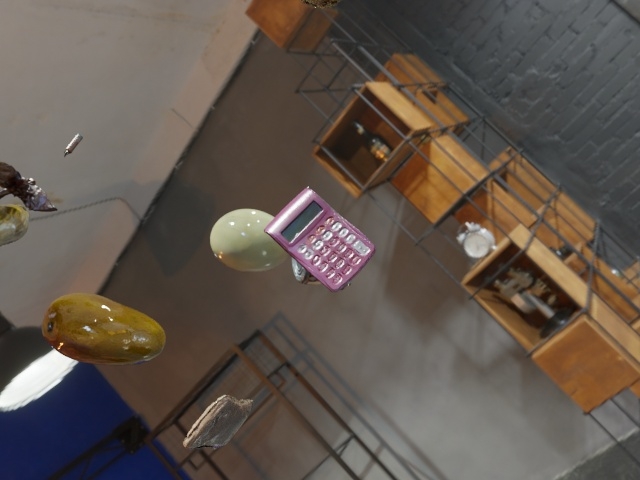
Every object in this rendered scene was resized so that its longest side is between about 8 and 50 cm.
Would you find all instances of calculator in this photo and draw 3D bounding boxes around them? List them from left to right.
[{"bbox_3d":[0.000,0.000,1.099,0.126,0.190,0.034,-45,-12,-16],"label":"calculator"}]

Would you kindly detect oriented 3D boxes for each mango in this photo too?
[{"bbox_3d":[-0.461,0.195,1.244,0.175,0.255,0.139,-120,46,-77],"label":"mango"}]

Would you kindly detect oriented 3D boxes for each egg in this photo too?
[{"bbox_3d":[-0.199,0.002,1.693,0.242,0.186,0.186,7,-33,-19],"label":"egg"}]

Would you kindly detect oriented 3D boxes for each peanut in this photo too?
[{"bbox_3d":[-0.707,-0.015,1.250,0.087,0.087,0.206,-50,6,32],"label":"peanut"}]

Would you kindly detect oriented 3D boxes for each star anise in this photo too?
[{"bbox_3d":[-0.682,-0.091,1.256,0.144,0.140,0.158,-53,-48,-16],"label":"star anise"}]

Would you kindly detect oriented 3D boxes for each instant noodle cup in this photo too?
[{"bbox_3d":[-0.005,0.053,1.606,0.126,0.177,0.208,-3,14,-21],"label":"instant noodle cup"}]

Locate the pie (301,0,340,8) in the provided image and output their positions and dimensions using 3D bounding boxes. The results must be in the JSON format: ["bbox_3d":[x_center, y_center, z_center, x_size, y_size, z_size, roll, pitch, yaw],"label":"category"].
[{"bbox_3d":[0.038,-0.696,1.427,0.274,0.055,0.274,-40,-19,-17],"label":"pie"}]

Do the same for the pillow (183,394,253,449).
[{"bbox_3d":[-0.207,0.382,1.217,0.135,0.034,0.211,-48,-22,-9],"label":"pillow"}]

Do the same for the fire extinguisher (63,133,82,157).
[{"bbox_3d":[-0.762,-0.290,1.789,0.028,0.022,0.083,-34,29,56],"label":"fire extinguisher"}]
